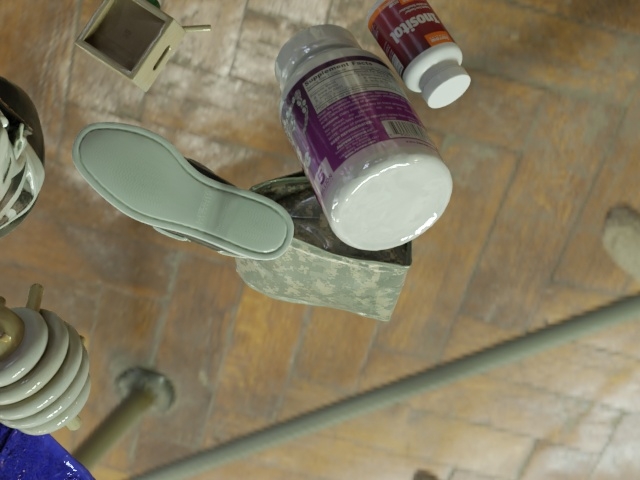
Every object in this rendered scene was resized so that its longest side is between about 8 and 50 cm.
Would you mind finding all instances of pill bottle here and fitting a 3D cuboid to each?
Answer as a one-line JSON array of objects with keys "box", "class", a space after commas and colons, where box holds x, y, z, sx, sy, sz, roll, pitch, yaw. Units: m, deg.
[{"box": [0.131, -0.252, 1.775, 0.086, 0.152, 0.086, -27, 158, -12], "class": "pill bottle"}, {"box": [0.043, -0.145, 1.780, 0.169, 0.301, 0.169, -14, 139, -13], "class": "pill bottle"}]

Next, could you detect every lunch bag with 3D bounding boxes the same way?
[{"box": [0.000, 0.000, 2.178, 0.287, 0.169, 0.235, 10, 154, 0], "class": "lunch bag"}]

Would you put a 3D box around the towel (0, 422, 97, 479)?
[{"box": [-0.352, 0.339, 1.395, 0.076, 0.308, 0.227, 4, 144, 43], "class": "towel"}]

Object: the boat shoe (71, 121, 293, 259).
[{"box": [-0.182, -0.054, 1.740, 0.302, 0.114, 0.091, 31, 169, -12], "class": "boat shoe"}]

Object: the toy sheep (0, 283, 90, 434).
[{"box": [-0.200, 0.089, 0.939, 0.091, 0.091, 0.132, -17, 133, 21], "class": "toy sheep"}]

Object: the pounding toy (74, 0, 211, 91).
[{"box": [-0.261, -0.305, 2.016, 0.130, 0.100, 0.141, 34, 89, 12], "class": "pounding toy"}]

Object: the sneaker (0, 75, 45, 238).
[{"box": [-0.266, -0.071, 1.015, 0.122, 0.330, 0.146, 26, 118, -9], "class": "sneaker"}]
